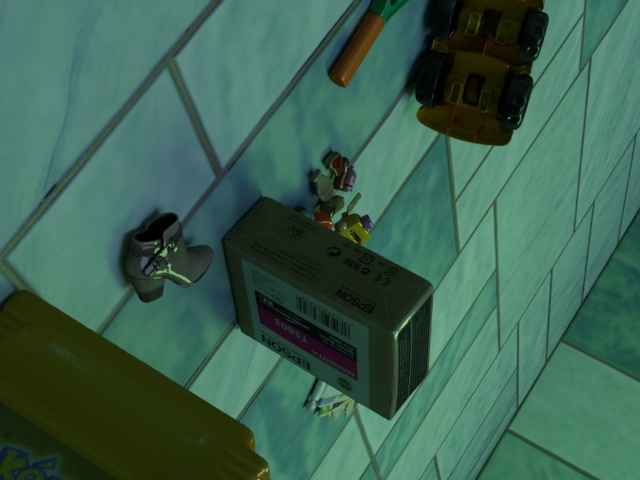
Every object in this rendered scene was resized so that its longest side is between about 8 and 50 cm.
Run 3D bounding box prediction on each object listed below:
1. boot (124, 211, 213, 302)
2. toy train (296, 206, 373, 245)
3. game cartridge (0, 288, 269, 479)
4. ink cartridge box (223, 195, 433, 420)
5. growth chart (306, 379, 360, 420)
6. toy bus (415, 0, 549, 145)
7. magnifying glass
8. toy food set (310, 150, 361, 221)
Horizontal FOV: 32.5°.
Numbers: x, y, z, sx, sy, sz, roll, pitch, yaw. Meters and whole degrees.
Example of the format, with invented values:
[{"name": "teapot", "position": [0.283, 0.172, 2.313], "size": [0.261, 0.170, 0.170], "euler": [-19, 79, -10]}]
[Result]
[{"name": "boot", "position": [-0.149, 0.008, 1.108], "size": [0.118, 0.042, 0.087], "euler": [-41, 147, -42]}, {"name": "toy train", "position": [0.000, 0.000, 1.409], "size": [0.125, 0.046, 0.166], "euler": [-13, 148, -14]}, {"name": "game cartridge", "position": [-0.236, 0.210, 0.829], "size": [0.323, 0.285, 0.052], "euler": [-49, 154, -30]}, {"name": "ink cartridge box", "position": [0.010, 0.080, 1.278], "size": [0.088, 0.235, 0.193], "euler": [-48, 153, -30]}, {"name": "growth chart", "position": [0.048, 0.217, 1.790], "size": [0.171, 0.021, 0.237], "euler": [-64, 158, 5]}, {"name": "toy bus", "position": [0.237, -0.269, 1.514], "size": [0.211, 0.150, 0.220], "euler": [-52, 156, -57]}, {"name": "magnifying glass", "position": [0.078, -0.282, 1.295], "size": [0.231, 0.026, 0.092], "euler": [-60, 158, -9]}, {"name": "toy food set", "position": [0.019, -0.073, 1.406], "size": [0.078, 0.019, 0.122], "euler": [-54, 151, -20]}]
